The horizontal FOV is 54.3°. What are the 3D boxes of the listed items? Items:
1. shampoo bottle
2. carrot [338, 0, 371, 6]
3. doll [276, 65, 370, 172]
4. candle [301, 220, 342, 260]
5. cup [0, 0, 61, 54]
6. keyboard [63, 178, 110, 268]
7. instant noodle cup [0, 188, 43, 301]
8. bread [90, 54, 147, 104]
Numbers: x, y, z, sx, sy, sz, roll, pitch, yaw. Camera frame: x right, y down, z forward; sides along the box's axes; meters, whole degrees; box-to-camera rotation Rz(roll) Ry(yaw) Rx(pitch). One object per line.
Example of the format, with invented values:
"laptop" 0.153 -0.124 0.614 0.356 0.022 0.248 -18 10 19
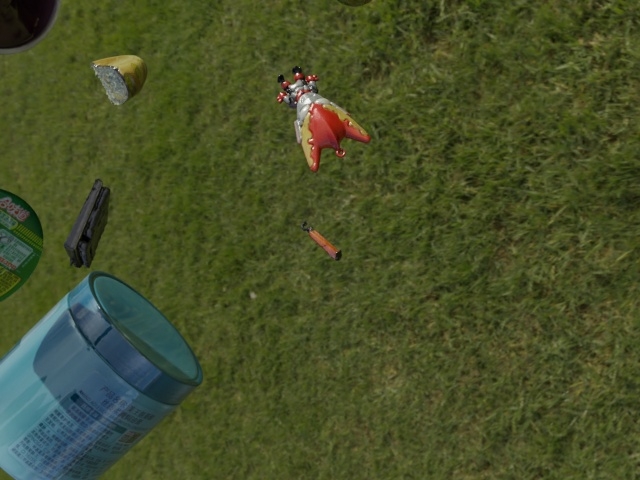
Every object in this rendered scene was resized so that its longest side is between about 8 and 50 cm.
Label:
"shampoo bottle" -0.483 0.298 1.309 0.343 0.331 0.331 -44 59 -1
"carrot" -0.030 -0.423 0.827 0.358 0.074 0.074 55 131 31
"doll" -0.008 -0.200 0.999 0.169 0.109 0.057 57 170 17
"candle" 0.000 0.001 1.234 0.167 0.021 0.026 41 158 57
"cup" -0.456 -0.291 0.617 0.273 0.288 0.208 4 100 21
"keyboard" -0.333 -0.009 0.901 0.106 0.027 0.317 -70 16 -13
"instant noodle cup" -0.578 -0.029 0.954 0.233 0.207 0.207 31 118 33
"bread" -0.380 -0.317 1.198 0.157 0.094 0.083 12 137 40
